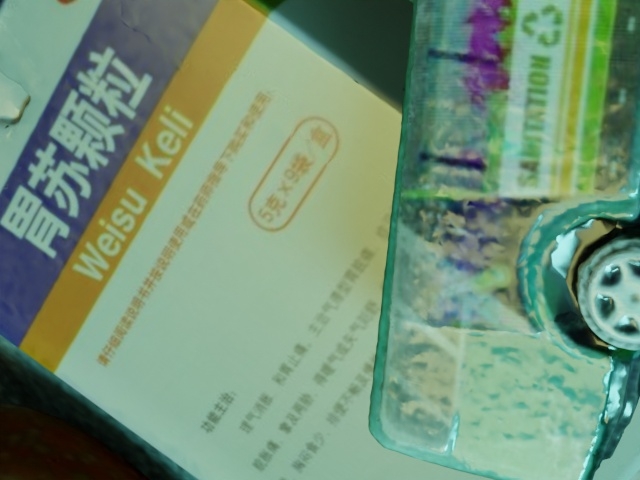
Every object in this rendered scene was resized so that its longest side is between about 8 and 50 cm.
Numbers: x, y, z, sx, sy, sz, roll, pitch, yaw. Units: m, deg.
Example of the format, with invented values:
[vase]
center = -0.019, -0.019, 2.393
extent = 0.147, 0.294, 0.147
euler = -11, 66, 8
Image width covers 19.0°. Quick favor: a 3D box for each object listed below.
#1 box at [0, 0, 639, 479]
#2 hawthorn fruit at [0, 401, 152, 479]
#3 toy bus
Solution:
[box]
center = 0.000, 0.000, 0.760
extent = 0.299, 0.106, 0.200
euler = 35, 124, 2
[hawthorn fruit]
center = -0.152, 0.262, 1.059
extent = 0.369, 0.284, 0.284
euler = 32, 143, 1
[toy bus]
center = 0.079, -0.051, 0.607
extent = 0.109, 0.091, 0.261
euler = 10, 104, 18
